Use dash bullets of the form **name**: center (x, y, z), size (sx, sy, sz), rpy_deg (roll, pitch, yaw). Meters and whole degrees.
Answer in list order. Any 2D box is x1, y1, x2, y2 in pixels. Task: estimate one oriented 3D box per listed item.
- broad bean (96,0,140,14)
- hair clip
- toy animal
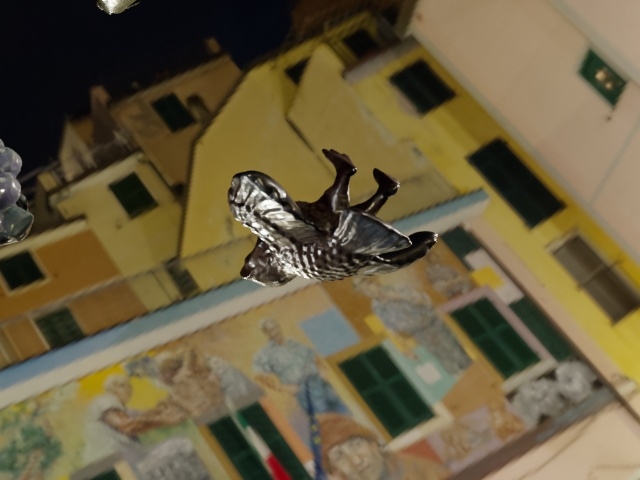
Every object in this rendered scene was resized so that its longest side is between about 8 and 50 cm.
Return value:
- **broad bean**: center (-0.164, -0.228, 0.752), size (0.046, 0.065, 0.254), rpy_deg (-62, -16, -16)
- **hair clip**: center (-0.327, -0.044, 0.958), size (0.124, 0.195, 0.052), rpy_deg (-52, -31, -29)
- **toy animal**: center (-0.005, 0.003, 0.977), size (0.218, 0.116, 0.179), rpy_deg (18, -50, -35)
